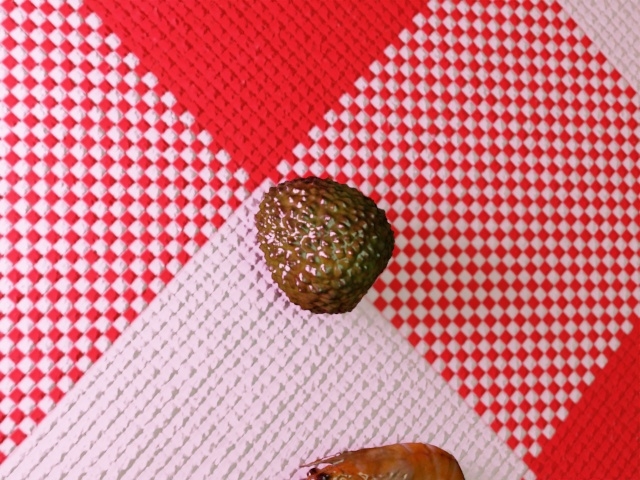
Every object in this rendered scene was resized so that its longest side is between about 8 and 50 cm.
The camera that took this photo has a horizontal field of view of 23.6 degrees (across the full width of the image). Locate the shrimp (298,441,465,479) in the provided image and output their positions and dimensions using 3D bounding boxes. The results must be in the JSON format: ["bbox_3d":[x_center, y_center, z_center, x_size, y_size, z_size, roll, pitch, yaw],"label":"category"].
[{"bbox_3d":[0.071,0.306,1.817,0.249,0.068,0.150,14,82,-27],"label":"shrimp"}]

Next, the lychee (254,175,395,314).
[{"bbox_3d":[0.000,0.000,1.779,0.171,0.171,0.171,4,80,-24],"label":"lychee"}]
